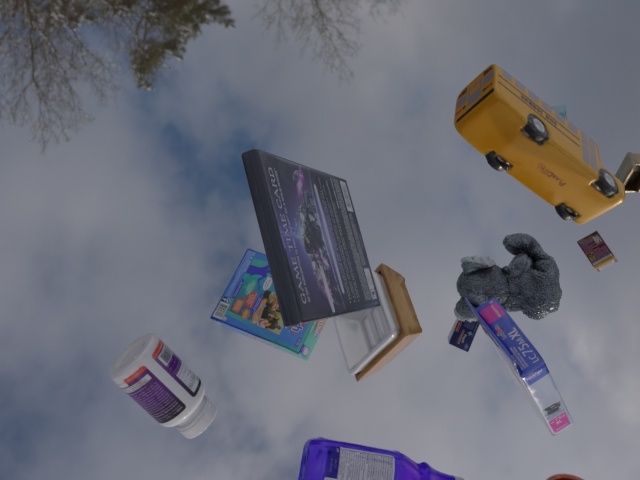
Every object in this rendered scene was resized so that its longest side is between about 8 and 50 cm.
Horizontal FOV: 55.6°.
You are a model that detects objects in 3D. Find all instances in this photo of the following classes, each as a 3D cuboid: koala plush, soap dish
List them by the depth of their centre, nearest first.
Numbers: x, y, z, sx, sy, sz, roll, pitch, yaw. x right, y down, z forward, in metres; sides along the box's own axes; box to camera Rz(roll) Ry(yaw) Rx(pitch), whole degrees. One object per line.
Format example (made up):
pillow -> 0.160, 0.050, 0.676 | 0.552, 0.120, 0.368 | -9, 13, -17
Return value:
koala plush -> 0.419, 0.100, 1.418 | 0.222, 0.196, 0.203 | 0, -156, -15
soap dish -> 0.160, 0.238, 1.740 | 0.118, 0.290, 0.228 | 3, -127, -27

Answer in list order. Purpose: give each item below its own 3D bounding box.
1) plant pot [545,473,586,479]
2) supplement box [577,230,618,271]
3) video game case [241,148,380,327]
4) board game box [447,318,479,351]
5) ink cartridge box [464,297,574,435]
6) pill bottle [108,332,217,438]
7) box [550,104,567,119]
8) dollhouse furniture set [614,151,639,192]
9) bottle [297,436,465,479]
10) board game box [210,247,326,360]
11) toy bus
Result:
plant pot -> 0.572, 0.763, 1.516 | 0.273, 0.265, 0.272 | 15, -134, -16
supplement box -> 0.677, 0.027, 1.486 | 0.043, 0.055, 0.083 | 23, -141, -53
video game case -> 0.000, 0.000, 0.766 | 0.274, 0.026, 0.195 | 4, -110, -66
board game box -> 0.425, 0.237, 1.768 | 0.060, 0.194, 0.194 | 24, -104, 11
ink cartridge box -> 0.401, 0.242, 1.216 | 0.311, 0.065, 0.185 | 50, -171, -39
pill bottle -> -0.282, 0.272, 1.116 | 0.193, 0.108, 0.108 | 51, -138, -20
box -> 0.505, -0.233, 1.314 | 0.244, 0.060, 0.100 | -37, -62, -63
dollhouse furniture set -> 0.746, -0.064, 1.296 | 0.161, 0.212, 0.241 | 1, -126, 2
bottle -> 0.105, 0.414, 1.035 | 0.283, 0.092, 0.118 | 11, -105, -5
board game box -> -0.084, 0.117, 1.154 | 0.210, 0.047, 0.160 | 17, -111, 30
toy bus -> 0.403, -0.167, 1.111 | 0.333, 0.108, 0.130 | 31, -134, -17
